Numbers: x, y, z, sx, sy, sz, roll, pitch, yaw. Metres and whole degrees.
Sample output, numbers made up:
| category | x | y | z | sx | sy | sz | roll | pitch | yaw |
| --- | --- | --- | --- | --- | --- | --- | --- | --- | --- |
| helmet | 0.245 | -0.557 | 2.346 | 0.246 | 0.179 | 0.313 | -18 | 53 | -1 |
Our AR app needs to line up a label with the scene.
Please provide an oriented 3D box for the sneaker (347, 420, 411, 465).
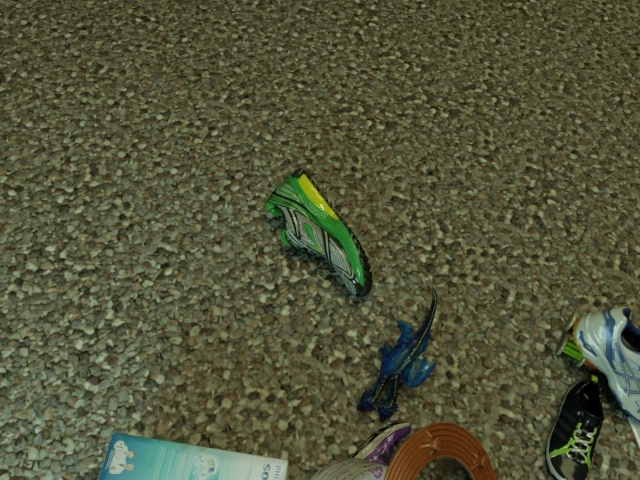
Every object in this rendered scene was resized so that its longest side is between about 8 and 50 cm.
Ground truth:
| category | x | y | z | sx | sy | sz | roll | pitch | yaw |
| --- | --- | --- | --- | --- | --- | --- | --- | --- | --- |
| sneaker | 0.115 | 0.418 | 1.192 | 0.170 | 0.068 | 0.071 | -37 | 82 | -17 |

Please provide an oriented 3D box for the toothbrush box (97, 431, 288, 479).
| category | x | y | z | sx | sy | sz | roll | pitch | yaw |
| --- | --- | --- | --- | --- | --- | --- | --- | --- | --- |
| toothbrush box | -0.209 | 0.437 | 1.045 | 0.296 | 0.216 | 0.126 | 9 | 56 | -1 |

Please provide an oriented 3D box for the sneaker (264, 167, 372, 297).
| category | x | y | z | sx | sy | sz | roll | pitch | yaw |
| --- | --- | --- | --- | --- | --- | --- | --- | --- | --- |
| sneaker | 0.000 | 0.000 | 1.433 | 0.146 | 0.134 | 0.343 | -38 | 68 | 1 |

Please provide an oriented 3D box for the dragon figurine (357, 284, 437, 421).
| category | x | y | z | sx | sy | sz | roll | pitch | yaw |
| --- | --- | --- | --- | --- | --- | --- | --- | --- | --- |
| dragon figurine | 0.174 | 0.237 | 1.226 | 0.085 | 0.289 | 0.144 | 30 | 27 | -9 |

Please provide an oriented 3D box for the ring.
| category | x | y | z | sx | sy | sz | roll | pitch | yaw |
| --- | --- | --- | --- | --- | --- | --- | --- | --- | --- |
| ring | 0.217 | 0.482 | 1.038 | 0.337 | 0.032 | 0.336 | 10 | 74 | -39 |

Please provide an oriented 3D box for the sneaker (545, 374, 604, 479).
| category | x | y | z | sx | sy | sz | roll | pitch | yaw |
| --- | --- | --- | --- | --- | --- | --- | --- | --- | --- |
| sneaker | 0.514 | 0.375 | 1.225 | 0.084 | 0.097 | 0.234 | 19 | 57 | 8 |

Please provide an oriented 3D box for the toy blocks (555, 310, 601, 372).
| category | x | y | z | sx | sy | sz | roll | pitch | yaw |
| --- | --- | --- | --- | --- | --- | --- | --- | --- | --- |
| toy blocks | 0.611 | 0.238 | 1.353 | 0.148 | 0.054 | 0.123 | 27 | 57 | 12 |

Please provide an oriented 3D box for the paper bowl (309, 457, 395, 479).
| category | x | y | z | sx | sy | sz | roll | pitch | yaw |
| --- | --- | --- | --- | --- | --- | --- | --- | --- | --- |
| paper bowl | 0.043 | 0.507 | 1.012 | 0.148 | 0.284 | 0.284 | -3 | 42 | 46 |

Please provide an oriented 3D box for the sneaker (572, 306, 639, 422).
| category | x | y | z | sx | sy | sz | roll | pitch | yaw |
| --- | --- | --- | --- | --- | --- | --- | --- | --- | --- |
| sneaker | 0.654 | 0.263 | 1.249 | 0.296 | 0.131 | 0.112 | 47 | 47 | -5 |

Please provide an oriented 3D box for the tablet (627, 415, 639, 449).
| category | x | y | z | sx | sy | sz | roll | pitch | yaw |
| --- | --- | --- | --- | --- | --- | --- | --- | --- | --- |
| tablet | 0.681 | 0.406 | 1.275 | 0.054 | 0.006 | 0.083 | -3 | 57 | -8 |
